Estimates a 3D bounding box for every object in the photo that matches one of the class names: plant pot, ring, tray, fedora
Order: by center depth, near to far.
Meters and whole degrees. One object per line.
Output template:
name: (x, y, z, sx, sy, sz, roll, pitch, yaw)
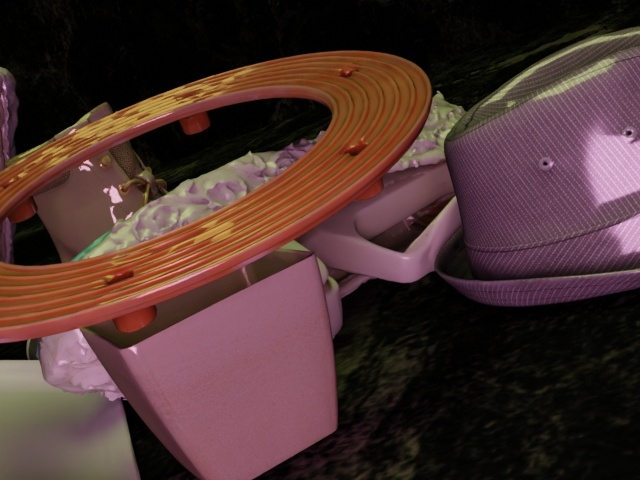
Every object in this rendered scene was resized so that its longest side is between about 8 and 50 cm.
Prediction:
plant pot: (-0.050, 0.070, 0.540, 0.109, 0.096, 0.109, -27, 11, -21)
ring: (-0.093, -0.033, 0.608, 0.336, 0.032, 0.337, -16, 25, 8)
fedora: (0.189, -0.062, 0.633, 0.275, 0.124, 0.244, -16, 13, 27)
tray: (-0.197, 0.121, 0.638, 0.145, 0.030, 0.270, 1, 8, -15)

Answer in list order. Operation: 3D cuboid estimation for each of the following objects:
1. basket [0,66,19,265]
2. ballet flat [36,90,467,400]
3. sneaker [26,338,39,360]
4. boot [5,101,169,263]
basket: (-0.535, -0.036, 1.128, 0.328, 0.331, 0.266, 5, 14, -2)
ballet flat: (0.000, 0.000, 0.718, 0.409, 0.147, 0.147, -31, 14, -33)
sneaker: (-0.178, 0.073, 0.863, 0.157, 0.061, 0.065, -24, 18, -5)
boot: (-0.150, -0.037, 0.939, 0.262, 0.204, 0.095, -19, 12, 21)
